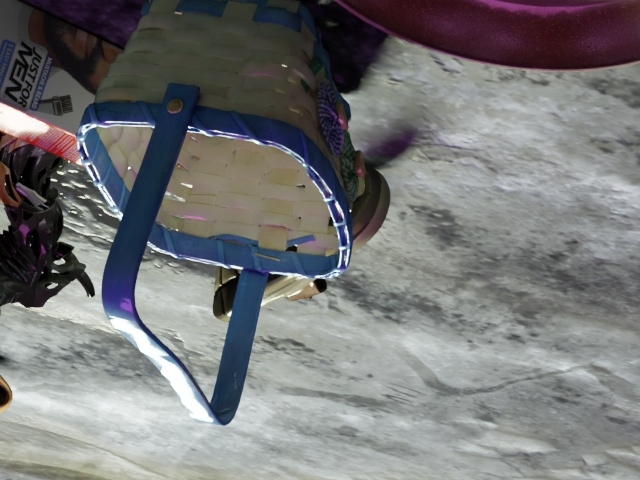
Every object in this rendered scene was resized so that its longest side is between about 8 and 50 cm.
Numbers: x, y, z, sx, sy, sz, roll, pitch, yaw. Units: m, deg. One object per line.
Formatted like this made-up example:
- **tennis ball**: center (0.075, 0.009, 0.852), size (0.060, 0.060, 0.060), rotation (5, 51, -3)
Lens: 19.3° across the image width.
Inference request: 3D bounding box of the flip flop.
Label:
- **flip flop**: center (-0.015, 0.010, 1.707), size (0.080, 0.112, 0.277), rotation (22, 149, -29)

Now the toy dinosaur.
- **toy dinosaur**: center (-0.262, -0.060, 1.595), size (0.322, 0.218, 0.164), rotation (3, -169, 8)

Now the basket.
- **basket**: center (-0.080, -0.030, 1.420), size (0.201, 0.289, 0.255), rotation (11, 159, 18)

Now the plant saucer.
- **plant saucer**: center (0.127, -0.210, 1.224), size (0.311, 0.050, 0.310), rotation (9, 155, 4)

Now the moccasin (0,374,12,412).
- **moccasin**: center (-0.527, 0.137, 2.177), size (0.147, 0.139, 0.380), rotation (-13, 145, 43)

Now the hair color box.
- **hair color box**: center (-0.216, -0.125, 1.524), size (0.167, 0.093, 0.053), rotation (24, 153, -23)
